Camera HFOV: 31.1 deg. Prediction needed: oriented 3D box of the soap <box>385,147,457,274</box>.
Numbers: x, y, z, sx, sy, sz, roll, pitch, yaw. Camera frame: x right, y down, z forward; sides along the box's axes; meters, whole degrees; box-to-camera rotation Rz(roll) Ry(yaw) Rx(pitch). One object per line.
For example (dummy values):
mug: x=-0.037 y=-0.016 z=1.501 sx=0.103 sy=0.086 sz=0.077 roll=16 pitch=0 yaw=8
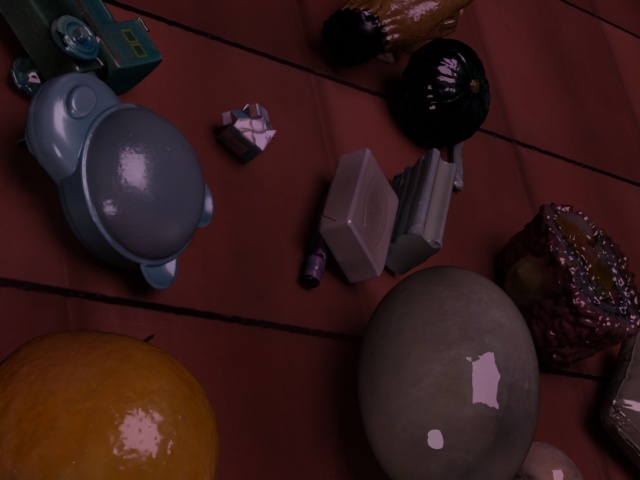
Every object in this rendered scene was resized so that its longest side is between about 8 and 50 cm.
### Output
soap: x=0.153 y=-0.046 z=1.850 sx=0.063 sy=0.114 sz=0.198 roll=37 pitch=43 yaw=-19

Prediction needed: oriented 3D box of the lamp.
lamp: x=-0.253 y=-0.088 z=1.454 sx=0.284 sy=0.147 sz=0.209 roll=41 pitch=44 yaw=-15

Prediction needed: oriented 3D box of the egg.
egg: x=0.177 y=0.196 z=1.591 sx=0.258 sy=0.258 sz=0.352 roll=24 pitch=53 yaw=-31

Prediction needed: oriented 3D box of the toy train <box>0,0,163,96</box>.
toy train: x=-0.359 y=-0.319 z=1.547 sx=0.298 sy=0.120 sz=0.194 roll=57 pitch=32 yaw=3

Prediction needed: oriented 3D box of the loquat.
loquat: x=-0.229 y=0.216 z=1.181 sx=0.275 sy=0.275 sz=0.274 roll=25 pitch=48 yaw=-31

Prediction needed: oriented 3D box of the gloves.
gloves: x=0.150 y=-0.416 z=2.023 sx=0.356 sy=0.203 sz=0.155 roll=-26 pitch=92 yaw=-43

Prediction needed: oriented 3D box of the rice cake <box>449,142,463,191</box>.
rice cake: x=0.246 y=-0.139 z=2.079 sx=0.022 sy=0.021 sz=0.121 roll=21 pitch=49 yaw=-20

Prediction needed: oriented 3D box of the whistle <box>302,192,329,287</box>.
whistle: x=0.000 y=0.000 z=1.730 sx=0.033 sy=0.033 sz=0.176 roll=34 pitch=43 yaw=-22

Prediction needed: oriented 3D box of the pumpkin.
pumpkin: x=0.223 y=-0.263 z=2.042 sx=0.194 sy=0.150 sz=0.194 roll=29 pitch=46 yaw=-34

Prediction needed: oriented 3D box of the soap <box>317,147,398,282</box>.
soap: x=0.059 y=-0.039 z=1.759 sx=0.121 sy=0.064 sz=0.183 roll=59 pitch=30 yaw=-34

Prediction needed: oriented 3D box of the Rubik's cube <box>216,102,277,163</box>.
Rubik's cube: x=-0.106 y=-0.169 z=1.709 sx=0.084 sy=0.075 sz=0.073 roll=52 pitch=56 yaw=-25

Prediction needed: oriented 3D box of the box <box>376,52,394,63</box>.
box: x=0.097 y=-0.353 z=2.092 sx=0.083 sy=0.012 sz=0.046 roll=13 pitch=53 yaw=-37

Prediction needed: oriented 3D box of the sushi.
sushi: x=0.415 y=0.077 z=1.979 sx=0.237 sy=0.171 sz=0.270 roll=7 pitch=56 yaw=-41

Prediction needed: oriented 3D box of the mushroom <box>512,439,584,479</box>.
mushroom: x=0.330 y=0.374 z=1.723 sx=0.154 sy=0.122 sz=0.154 roll=55 pitch=-5 yaw=7

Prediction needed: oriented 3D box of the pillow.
pillow: x=0.626 y=0.339 z=2.034 sx=0.322 sy=0.120 sz=0.255 roll=47 pitch=40 yaw=-8
